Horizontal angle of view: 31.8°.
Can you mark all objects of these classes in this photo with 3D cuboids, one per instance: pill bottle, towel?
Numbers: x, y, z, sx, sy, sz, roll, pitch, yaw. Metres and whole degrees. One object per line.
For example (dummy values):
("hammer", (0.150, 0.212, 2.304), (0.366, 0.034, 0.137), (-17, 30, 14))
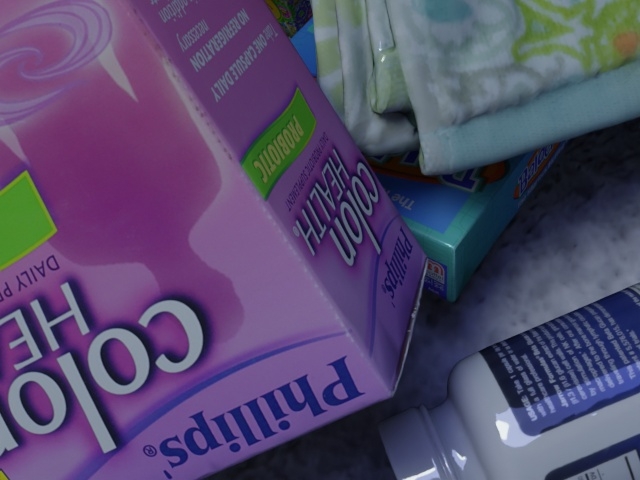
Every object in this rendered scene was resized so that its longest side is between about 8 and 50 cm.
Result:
("pill bottle", (0.117, 0.084, 0.524), (0.169, 0.094, 0.094), (-23, 60, 1))
("towel", (0.143, -0.223, 0.530), (0.374, 0.090, 0.320), (-17, 102, -22))

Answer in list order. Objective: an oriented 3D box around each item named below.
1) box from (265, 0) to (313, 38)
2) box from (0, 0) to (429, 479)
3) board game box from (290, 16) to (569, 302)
("box", (-0.011, -0.334, 0.670), (0.177, 0.279, 0.290), (36, 76, 27))
("box", (-0.113, -0.020, 0.448), (0.213, 0.243, 0.117), (-27, 18, 22))
("board game box", (0.058, -0.081, 0.627), (0.160, 0.047, 0.210), (25, 57, 24))
